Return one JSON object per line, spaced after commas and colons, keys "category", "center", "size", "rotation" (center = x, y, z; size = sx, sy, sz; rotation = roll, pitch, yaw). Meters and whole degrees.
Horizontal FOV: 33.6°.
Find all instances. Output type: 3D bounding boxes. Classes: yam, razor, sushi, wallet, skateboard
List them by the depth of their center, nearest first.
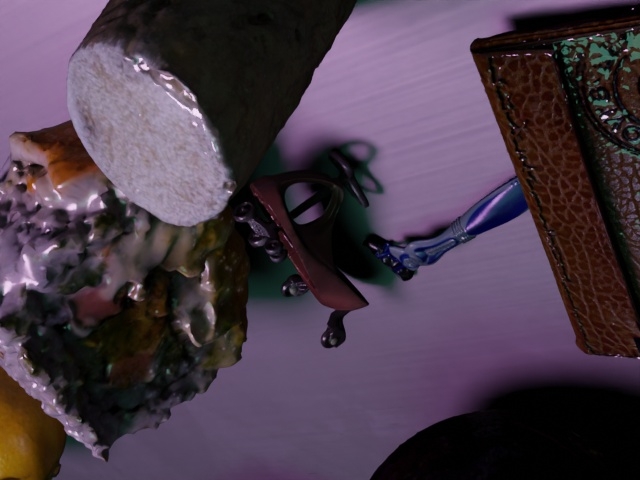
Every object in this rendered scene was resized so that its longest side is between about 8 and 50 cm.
{"category": "yam", "center": [-0.051, -0.102, 0.531], "size": [0.107, 0.194, 0.107], "rotation": [14, 139, 13]}
{"category": "wallet", "center": [0.181, -0.021, 0.598], "size": [0.133, 0.039, 0.243], "rotation": [-4, 131, 29]}
{"category": "razor", "center": [0.086, -0.005, 0.684], "size": [0.044, 0.028, 0.154], "rotation": [42, 140, -16]}
{"category": "skateboard", "center": [0.000, 0.000, 0.713], "size": [0.067, 0.080, 0.151], "rotation": [50, 173, 38]}
{"category": "sushi", "center": [-0.144, 0.036, 0.729], "size": [0.139, 0.184, 0.274], "rotation": [37, 154, 38]}

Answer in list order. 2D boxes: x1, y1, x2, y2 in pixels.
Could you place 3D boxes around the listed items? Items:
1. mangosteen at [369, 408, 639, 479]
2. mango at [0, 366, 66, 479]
{"category": "mangosteen", "center": [0.140, 0.277, 0.735], "size": [0.300, 0.300, 0.300], "rotation": [17, 140, 15]}
{"category": "mango", "center": [-0.377, 0.186, 1.097], "size": [0.262, 0.130, 0.167], "rotation": [1, 128, 36]}
